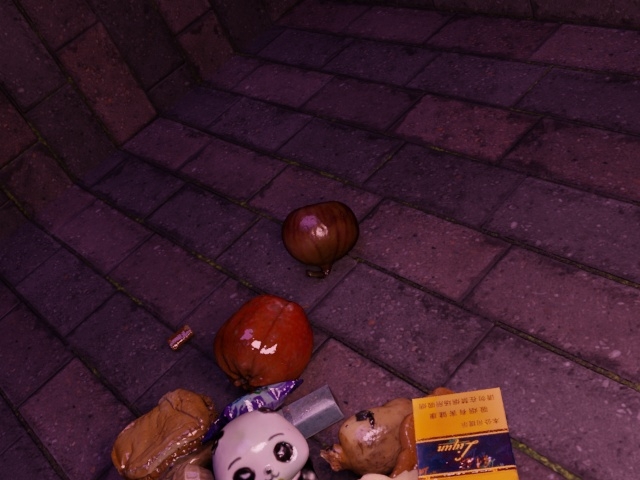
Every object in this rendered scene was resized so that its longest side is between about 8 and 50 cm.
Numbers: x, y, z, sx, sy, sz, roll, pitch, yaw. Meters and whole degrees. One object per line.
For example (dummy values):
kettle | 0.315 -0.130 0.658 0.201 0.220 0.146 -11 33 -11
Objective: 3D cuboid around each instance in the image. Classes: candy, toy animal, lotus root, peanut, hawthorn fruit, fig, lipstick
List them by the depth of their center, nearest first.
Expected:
toy animal | -0.117 0.507 1.622 0.213 0.266 0.212 -11 42 10
lotus root | 0.130 0.436 1.636 0.257 0.154 0.140 -30 30 -17
peanut | -0.272 0.623 1.666 0.110 0.196 0.233 0 27 -34
candy | -0.169 0.412 1.792 0.275 0.145 0.070 -20 71 -38
lipstick | -0.087 0.460 1.800 0.290 0.077 0.076 -29 38 -1
hawthorn fruit | -0.148 0.271 1.925 0.258 0.258 0.261 0 74 31
fig | -0.002 -0.018 2.202 0.235 0.214 0.235 -34 13 9

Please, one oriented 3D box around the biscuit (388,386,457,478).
biscuit | 0.248 0.452 1.568 0.044 0.186 0.295 -55 6 51

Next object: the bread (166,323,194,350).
bread | -0.422 0.294 2.223 0.083 0.036 0.047 -40 48 -17

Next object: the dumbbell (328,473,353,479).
dumbbell | 0.043 0.595 1.491 0.143 0.143 0.325 -23 25 6

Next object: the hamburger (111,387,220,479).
hamburger | -0.376 0.513 1.861 0.283 0.144 0.259 -39 27 -6

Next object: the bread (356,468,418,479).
bread | 0.207 0.615 1.220 0.280 0.390 0.371 -6 39 13

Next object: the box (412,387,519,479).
box | 0.231 0.353 1.171 0.152 0.070 0.237 -9 35 10
